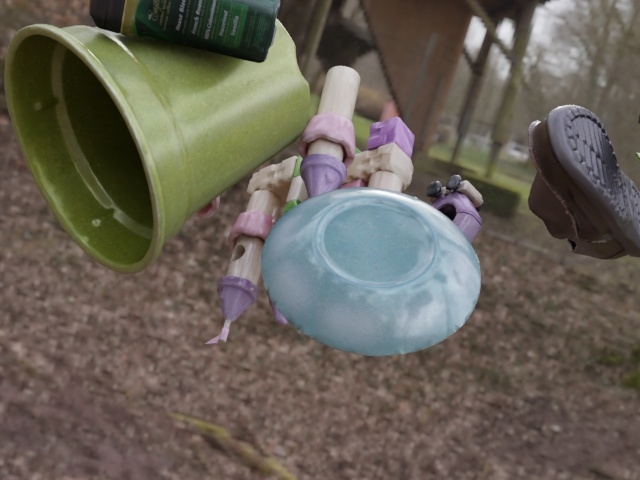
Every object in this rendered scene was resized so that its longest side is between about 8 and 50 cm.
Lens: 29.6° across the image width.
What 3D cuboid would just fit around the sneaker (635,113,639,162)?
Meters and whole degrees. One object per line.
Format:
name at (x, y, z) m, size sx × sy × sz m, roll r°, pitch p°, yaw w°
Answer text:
sneaker at (0.497, -0.123, 1.515) m, size 0.084 × 0.097 × 0.234 m, roll 3°, pitch 0°, yaw -34°

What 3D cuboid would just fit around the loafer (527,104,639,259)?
loafer at (0.331, -0.050, 1.575) m, size 0.130 × 0.134 × 0.366 m, roll -15°, pitch -29°, yaw 22°

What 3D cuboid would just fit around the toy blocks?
toy blocks at (0.000, 0.000, 1.499) m, size 0.288 × 0.260 × 0.309 m, roll -18°, pitch -44°, yaw 36°

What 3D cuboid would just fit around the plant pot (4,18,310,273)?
plant pot at (-0.161, -0.142, 1.320) m, size 0.254 × 0.276 × 0.276 m, roll -30°, pitch 38°, yaw -33°

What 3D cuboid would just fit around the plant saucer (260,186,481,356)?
plant saucer at (0.046, 0.012, 1.050) m, size 0.195 × 0.037 × 0.195 m, roll 3°, pitch 47°, yaw -3°

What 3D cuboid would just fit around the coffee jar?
coffee jar at (-0.136, -0.237, 1.208) m, size 0.184 × 0.079 × 0.096 m, roll 10°, pitch 28°, yaw -11°
